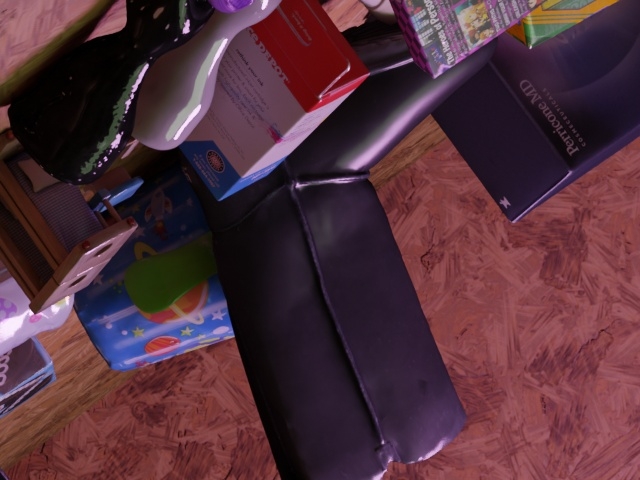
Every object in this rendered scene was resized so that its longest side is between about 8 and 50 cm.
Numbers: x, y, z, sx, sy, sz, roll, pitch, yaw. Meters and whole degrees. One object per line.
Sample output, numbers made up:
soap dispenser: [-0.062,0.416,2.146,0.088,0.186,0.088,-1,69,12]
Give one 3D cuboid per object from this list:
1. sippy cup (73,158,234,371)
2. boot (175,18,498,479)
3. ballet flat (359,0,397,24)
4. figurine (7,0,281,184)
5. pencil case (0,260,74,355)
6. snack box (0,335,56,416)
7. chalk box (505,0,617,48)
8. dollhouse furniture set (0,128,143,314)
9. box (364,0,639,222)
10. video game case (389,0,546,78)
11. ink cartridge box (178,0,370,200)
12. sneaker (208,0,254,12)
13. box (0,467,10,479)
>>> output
sippy cup: [-0.171,0.032,2.251,0.224,0.240,0.305,-26,148,1]
boot: [0.070,0.011,2.043,0.367,0.445,0.146,-21,-165,-7]
ballet flat: [0.065,-0.274,1.880,0.086,0.086,0.248,-34,172,-24]
figurine: [-0.123,-0.157,1.625,0.209,0.092,0.215,-45,172,30]
pencil case: [-0.368,0.084,1.926,0.273,0.113,0.124,-31,175,-38]
snack box: [-0.507,0.248,2.682,0.322,0.060,0.187,-35,174,-11]
chalk box: [0.238,-0.302,1.876,0.213,0.132,0.132,-30,131,-15]
dollhouse furniture set: [-0.200,-0.050,1.766,0.183,0.129,0.129,-31,172,-38]
box: [0.266,-0.231,2.239,0.294,0.296,0.183,-34,174,-24]
video game case: [0.139,-0.282,1.696,0.210,0.042,0.232,-36,135,-9]
ink cartridge box: [-0.050,-0.155,1.784,0.078,0.134,0.231,-30,172,-45]
sneaker: [-0.014,-0.234,1.428,0.095,0.104,0.236,-34,168,-44]
box: [-0.454,0.234,2.087,0.175,0.220,0.051,-35,172,-24]
